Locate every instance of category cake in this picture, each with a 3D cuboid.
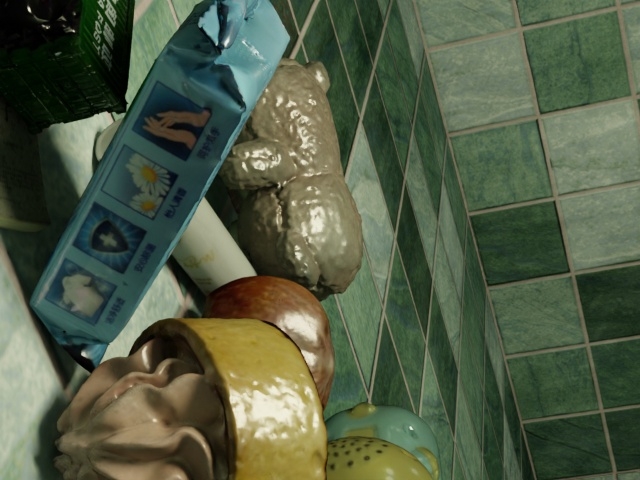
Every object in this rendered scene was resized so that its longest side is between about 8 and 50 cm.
[{"bbox_3d":[-0.109,0.156,0.858,0.207,0.178,0.185,-57,-134,53],"label":"cake"}]

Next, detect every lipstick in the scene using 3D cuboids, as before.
[{"bbox_3d":[-0.125,-0.015,1.084,0.264,0.059,0.059,60,24,-52],"label":"lipstick"}]

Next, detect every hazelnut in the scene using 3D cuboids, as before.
[{"bbox_3d":[-0.053,0.110,1.095,0.143,0.143,0.154,19,79,-74],"label":"hazelnut"}]

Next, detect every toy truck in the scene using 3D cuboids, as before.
[{"bbox_3d":[-0.193,-0.222,0.857,0.121,0.088,0.259,59,25,-55],"label":"toy truck"}]

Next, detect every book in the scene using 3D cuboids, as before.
[{"bbox_3d":[-0.237,-0.109,0.807,0.138,0.016,0.198,18,62,-74],"label":"book"}]

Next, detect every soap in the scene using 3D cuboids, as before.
[{"bbox_3d":[-0.114,-0.056,0.844,0.077,0.293,0.156,30,27,-7],"label":"soap"}]

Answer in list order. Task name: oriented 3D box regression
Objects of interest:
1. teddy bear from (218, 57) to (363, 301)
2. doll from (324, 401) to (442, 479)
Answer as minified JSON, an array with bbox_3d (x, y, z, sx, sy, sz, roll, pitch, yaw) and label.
[{"bbox_3d":[-0.039,-0.062,1.257,0.236,0.151,0.267,9,70,-72],"label":"teddy bear"},{"bbox_3d":[0.050,0.283,1.308,0.261,0.177,0.161,-41,124,-76],"label":"doll"}]
